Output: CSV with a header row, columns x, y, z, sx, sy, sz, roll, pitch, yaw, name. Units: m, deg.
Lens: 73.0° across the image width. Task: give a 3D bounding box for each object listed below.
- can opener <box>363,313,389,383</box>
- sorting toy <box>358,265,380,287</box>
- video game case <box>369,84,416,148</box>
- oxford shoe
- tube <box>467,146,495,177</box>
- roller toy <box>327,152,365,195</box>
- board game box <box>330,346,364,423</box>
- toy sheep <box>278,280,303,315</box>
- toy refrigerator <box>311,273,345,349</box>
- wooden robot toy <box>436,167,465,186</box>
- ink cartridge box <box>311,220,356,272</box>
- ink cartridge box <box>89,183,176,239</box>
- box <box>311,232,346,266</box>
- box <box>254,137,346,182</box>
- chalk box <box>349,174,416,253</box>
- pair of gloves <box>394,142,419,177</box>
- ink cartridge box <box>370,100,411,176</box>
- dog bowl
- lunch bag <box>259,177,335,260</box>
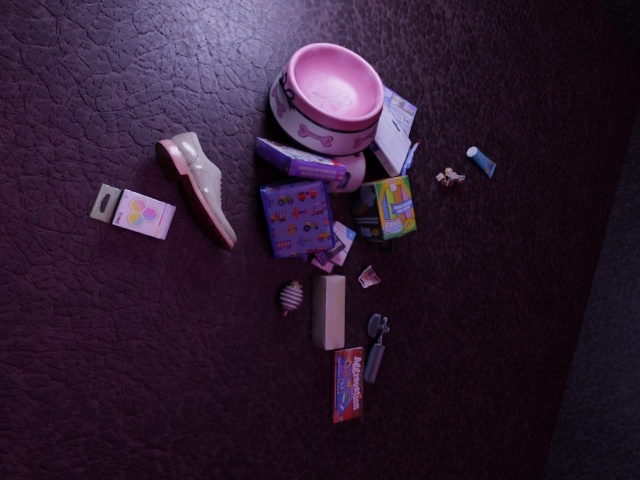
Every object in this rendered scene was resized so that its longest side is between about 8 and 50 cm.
x,y,z,sx,sy,sz,roll,pitch,yaw,name
0.222,0.445,1.790,0.093,0.074,0.280,13,82,3,can opener
0.191,0.153,1.768,0.075,0.045,0.083,-42,113,-16,sorting toy
0.252,-0.488,1.766,0.270,0.061,0.244,22,82,-31,video game case
-0.351,-0.154,1.363,0.147,0.141,0.396,-38,113,-33,oxford shoe
0.794,-0.386,2.121,0.207,0.052,0.080,27,88,-36,tube
0.056,-0.271,1.576,0.147,0.191,0.209,-5,95,-31,roller toy
0.109,0.578,1.739,0.145,0.027,0.280,0,92,-33,board game box
-0.107,0.208,1.554,0.091,0.091,0.131,20,82,-31,toy sheep
0.033,0.265,1.636,0.094,0.102,0.269,0,91,-32,toy refrigerator
0.587,-0.298,1.996,0.174,0.076,0.078,-5,59,-32,wooden robot toy
0.051,0.028,1.661,0.104,0.060,0.180,31,76,-29,ink cartridge box
-0.552,-0.084,1.281,0.210,0.062,0.108,21,81,-30,ink cartridge box
0.000,0.000,1.596,0.116,0.029,0.162,-38,84,-11,box
-0.074,-0.270,1.438,0.201,0.293,0.057,2,113,-32,box
0.249,-0.095,1.713,0.179,0.180,0.288,-17,102,-30,chalk box
0.349,-0.315,1.769,0.023,0.198,0.159,26,88,-3,pair of gloves
0.262,-0.399,1.698,0.223,0.045,0.223,49,46,-24,ink cartridge box
0.038,-0.495,1.479,0.409,0.150,0.407,9,61,-16,dog bowl
-0.074,-0.065,1.506,0.221,0.138,0.292,-12,107,-6,lunch bag
